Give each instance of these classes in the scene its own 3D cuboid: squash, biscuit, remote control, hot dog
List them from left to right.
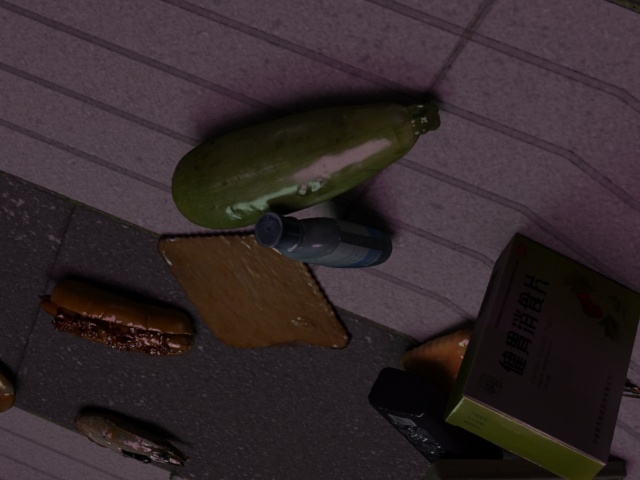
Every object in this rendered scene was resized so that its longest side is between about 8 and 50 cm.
[{"bbox_3d":[-0.310,0.126,1.939,0.249,0.076,0.102,15,144,11],"label":"hot dog"},{"bbox_3d":[-0.095,0.074,1.810,0.232,0.013,0.237,-2,135,32],"label":"biscuit"},{"bbox_3d":[-0.028,-0.089,1.502,0.371,0.118,0.118,-12,129,36],"label":"squash"},{"bbox_3d":[0.239,0.214,1.762,0.250,0.030,0.160,39,145,-17],"label":"biscuit"},{"bbox_3d":[0.283,0.346,1.811,0.285,0.038,0.123,0,141,-10],"label":"remote control"}]

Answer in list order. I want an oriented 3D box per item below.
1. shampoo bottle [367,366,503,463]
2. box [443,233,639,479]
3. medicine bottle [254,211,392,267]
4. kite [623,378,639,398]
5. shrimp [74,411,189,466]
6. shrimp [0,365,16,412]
[{"bbox_3d":[0.180,0.282,1.817,0.098,0.071,0.309,8,152,38],"label":"shampoo bottle"},{"bbox_3d":[0.260,0.131,1.477,0.175,0.260,0.062,26,139,-1],"label":"box"},{"bbox_3d":[0.000,0.000,1.554,0.090,0.053,0.208,-7,169,34],"label":"medicine bottle"},{"bbox_3d":[0.314,0.148,1.668,0.241,0.014,0.183,42,139,-18],"label":"kite"},{"bbox_3d":[-0.327,0.354,2.239,0.223,0.047,0.126,18,149,18],"label":"shrimp"},{"bbox_3d":[-0.663,0.243,2.284,0.287,0.063,0.152,1,134,23],"label":"shrimp"}]
